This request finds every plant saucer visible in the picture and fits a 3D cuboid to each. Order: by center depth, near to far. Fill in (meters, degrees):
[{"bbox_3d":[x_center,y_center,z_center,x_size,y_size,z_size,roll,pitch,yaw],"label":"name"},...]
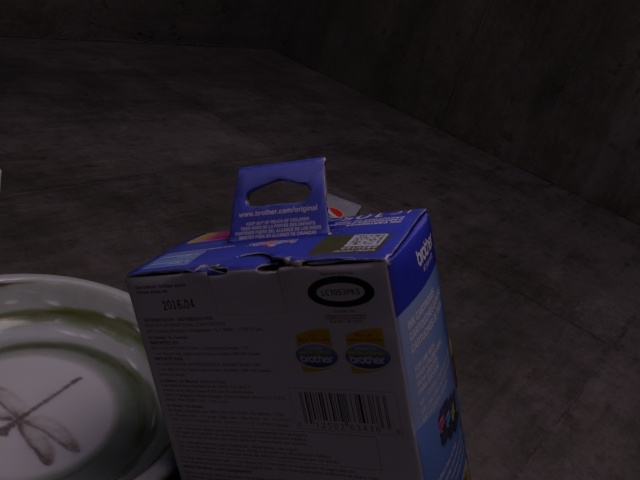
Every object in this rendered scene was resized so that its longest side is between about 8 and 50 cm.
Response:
[{"bbox_3d":[-0.334,0.186,0.710,0.400,0.101,0.401,14,27,-8],"label":"plant saucer"}]

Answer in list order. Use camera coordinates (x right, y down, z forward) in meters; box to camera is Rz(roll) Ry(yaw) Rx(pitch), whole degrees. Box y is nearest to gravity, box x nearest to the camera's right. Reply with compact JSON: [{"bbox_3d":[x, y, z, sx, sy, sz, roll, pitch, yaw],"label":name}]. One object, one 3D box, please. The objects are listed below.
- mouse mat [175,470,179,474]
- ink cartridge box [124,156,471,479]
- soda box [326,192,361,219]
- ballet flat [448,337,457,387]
[{"bbox_3d":[-0.150,0.242,0.821,0.152,0.007,0.190,15,26,-6],"label":"mouse mat"},{"bbox_3d":[-0.015,0.126,0.606,0.269,0.396,0.151,-5,17,24],"label":"ink cartridge box"},{"bbox_3d":[0.000,0.000,1.270,0.091,0.098,0.286,21,26,9],"label":"soda box"},{"bbox_3d":[0.110,0.186,0.870,0.116,0.124,0.342,9,4,35],"label":"ballet flat"}]
